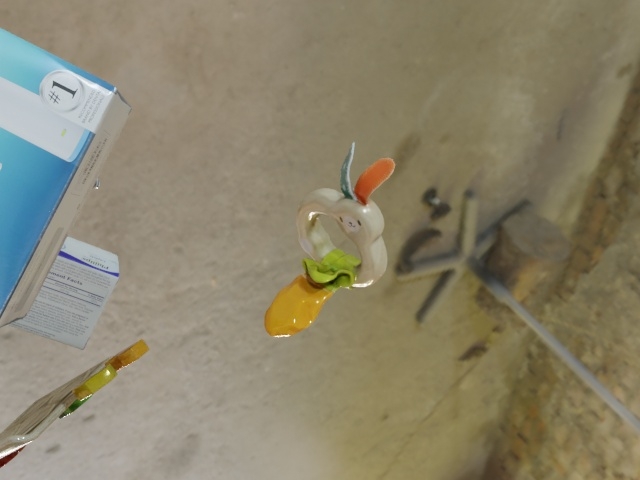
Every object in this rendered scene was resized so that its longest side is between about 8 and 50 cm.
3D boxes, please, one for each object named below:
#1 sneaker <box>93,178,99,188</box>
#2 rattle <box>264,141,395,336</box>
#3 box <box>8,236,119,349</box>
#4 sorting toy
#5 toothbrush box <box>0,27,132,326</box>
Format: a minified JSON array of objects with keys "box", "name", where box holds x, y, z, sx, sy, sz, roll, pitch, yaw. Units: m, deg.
[{"box":[-0.472,-0.111,1.481,0.281,0.115,0.105,-15,167,-35],"name":"sneaker"},{"box":[0.000,0.000,1.013,0.143,0.130,0.199,-22,162,-23],"name":"rattle"},{"box":[-0.375,0.069,1.364,0.126,0.072,0.137,23,110,-21],"name":"box"},{"box":[-0.379,0.247,1.352,0.307,0.041,0.229,-30,-173,35],"name":"sorting toy"},{"box":[-0.336,-0.089,0.760,0.216,0.296,0.126,-62,-176,-2],"name":"toothbrush box"}]
